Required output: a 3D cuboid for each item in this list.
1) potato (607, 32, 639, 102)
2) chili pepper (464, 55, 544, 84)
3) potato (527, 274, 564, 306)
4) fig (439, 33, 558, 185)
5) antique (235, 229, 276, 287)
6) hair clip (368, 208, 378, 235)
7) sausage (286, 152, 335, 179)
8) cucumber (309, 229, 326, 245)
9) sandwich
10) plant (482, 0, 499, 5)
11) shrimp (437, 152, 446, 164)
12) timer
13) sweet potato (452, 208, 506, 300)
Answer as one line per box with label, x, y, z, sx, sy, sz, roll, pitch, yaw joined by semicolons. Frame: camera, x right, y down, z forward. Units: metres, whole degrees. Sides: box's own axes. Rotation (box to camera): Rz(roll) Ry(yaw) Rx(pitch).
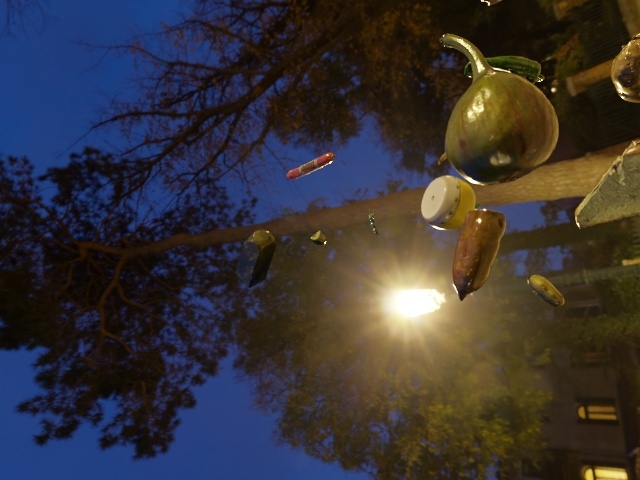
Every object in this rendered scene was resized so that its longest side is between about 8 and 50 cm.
potato;0.903;-0.475;1.108;0.296;0.141;0.191;-5;-64;-28
chili pepper;0.608;-0.559;1.333;0.100;0.257;0.074;83;-156;-68
potato;1.044;0.235;1.884;0.188;0.085;0.105;46;-169;11
fig;0.223;-0.196;0.553;0.149;0.149;0.245;1;-109;-51
antique;-0.214;0.054;1.368;0.080;0.221;0.081;44;-134;20
hair clip;0.331;-0.110;2.533;0.049;0.049;0.173;-16;-88;-52
sausage;-0.035;-0.236;1.312;0.034;0.253;0.034;10;-105;-38
cucumber;0.000;0.000;1.921;0.035;0.067;0.107;55;-173;32
sandwich;0.950;-0.178;1.287;0.099;0.288;0.254;-48;-63;-46
plant;0.573;-0.847;1.189;0.188;0.276;0.199;-9;-102;-42
shrimp;0.598;-0.396;2.008;0.023;0.083;0.114;40;-122;7
timer;0.664;-0.168;1.993;0.285;0.285;0.285;22;-119;-45
sweet potato;0.578;0.063;1.528;0.158;0.158;0.369;3;-78;-50
